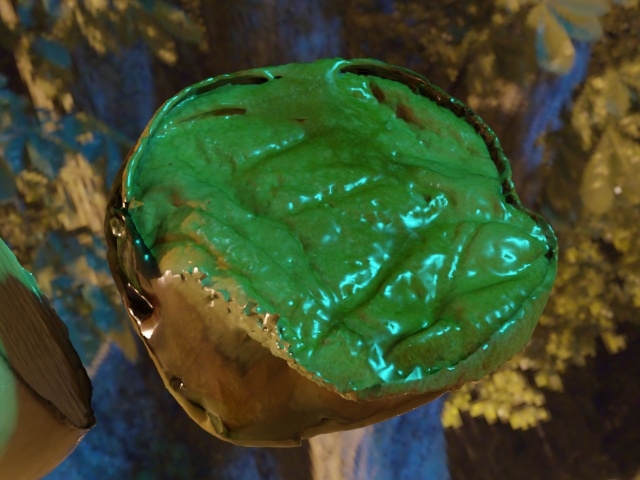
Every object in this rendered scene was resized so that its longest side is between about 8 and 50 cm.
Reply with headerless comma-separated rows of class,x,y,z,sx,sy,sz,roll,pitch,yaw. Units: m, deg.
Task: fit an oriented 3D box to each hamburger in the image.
hamburger,-0.002,0.001,0.889,0.265,0.285,0.134,-13,-32,-21

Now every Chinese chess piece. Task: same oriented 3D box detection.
Chinese chess piece,-0.260,0.062,0.975,0.103,0.250,0.250,-30,-14,-1
